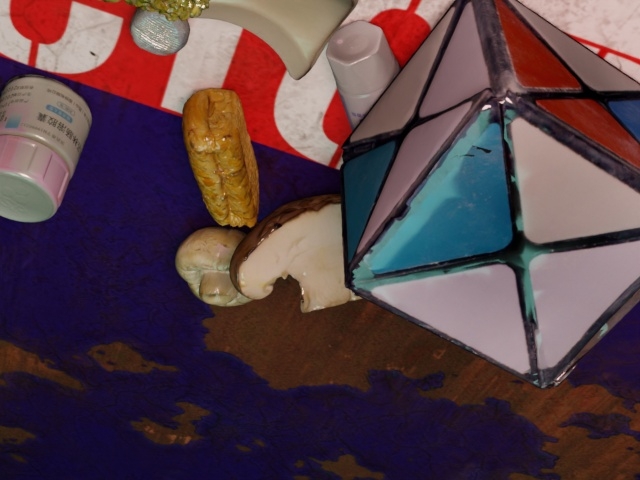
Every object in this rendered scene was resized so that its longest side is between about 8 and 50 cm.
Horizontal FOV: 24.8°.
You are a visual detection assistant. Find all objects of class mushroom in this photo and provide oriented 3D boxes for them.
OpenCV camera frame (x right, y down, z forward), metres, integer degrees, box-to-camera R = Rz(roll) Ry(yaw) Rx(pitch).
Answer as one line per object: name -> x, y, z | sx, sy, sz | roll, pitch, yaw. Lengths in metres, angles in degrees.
mushroom -> 0.000, 0.000, 2.050 | 0.286, 0.151, 0.156 | -12, 111, -14
mushroom -> -0.149, 0.041, 2.196 | 0.148, 0.112, 0.148 | 5, 153, 3

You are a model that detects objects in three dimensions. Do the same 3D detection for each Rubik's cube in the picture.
Rubik's cube -> 0.213, -0.058, 1.666 | 0.307, 0.305, 0.310 | 27, 121, -21

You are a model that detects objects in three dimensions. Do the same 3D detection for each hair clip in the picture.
hair clip -> -0.021, -0.305, 1.649 | 0.172, 0.113, 0.282 | 28, 157, -18

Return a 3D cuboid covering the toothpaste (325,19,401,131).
toothpaste -> 0.095, -0.131, 1.879 | 0.080, 0.125, 0.371 | 48, 169, 39

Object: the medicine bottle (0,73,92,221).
medicine bottle -> -0.397, -0.124, 1.988 | 0.135, 0.168, 0.135 | 10, 147, 7

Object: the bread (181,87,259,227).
bread -> -0.133, -0.109, 1.972 | 0.083, 0.114, 0.211 | -9, 143, 4

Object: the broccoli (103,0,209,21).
broccoli -> -0.232, -0.317, 1.626 | 0.242, 0.180, 0.273 | 24, 145, -4

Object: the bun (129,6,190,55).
bun -> -0.199, -0.268, 1.815 | 0.083, 0.045, 0.083 | 8, 144, 6
